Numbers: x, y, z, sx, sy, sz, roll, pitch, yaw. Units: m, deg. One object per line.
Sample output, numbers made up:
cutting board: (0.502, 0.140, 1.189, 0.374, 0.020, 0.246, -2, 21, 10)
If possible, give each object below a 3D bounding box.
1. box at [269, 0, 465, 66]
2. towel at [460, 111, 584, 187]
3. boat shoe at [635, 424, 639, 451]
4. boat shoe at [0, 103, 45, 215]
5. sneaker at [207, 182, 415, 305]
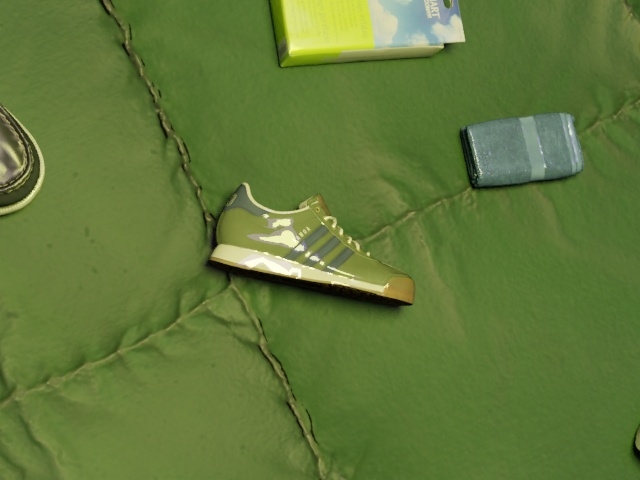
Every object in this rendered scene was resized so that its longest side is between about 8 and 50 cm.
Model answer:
box: (0.042, -0.228, 1.326, 0.178, 0.042, 0.109, -6, 81, -19)
towel: (0.196, -0.088, 1.351, 0.119, 0.029, 0.067, -8, 80, -19)
boat shoe: (0.405, 0.124, 1.346, 0.084, 0.095, 0.258, 40, 80, -10)
boat shoe: (-0.377, -0.138, 1.138, 0.340, 0.113, 0.127, 37, 70, -7)
sneaker: (0.000, 0.000, 1.251, 0.192, 0.064, 0.086, 13, 80, -11)
